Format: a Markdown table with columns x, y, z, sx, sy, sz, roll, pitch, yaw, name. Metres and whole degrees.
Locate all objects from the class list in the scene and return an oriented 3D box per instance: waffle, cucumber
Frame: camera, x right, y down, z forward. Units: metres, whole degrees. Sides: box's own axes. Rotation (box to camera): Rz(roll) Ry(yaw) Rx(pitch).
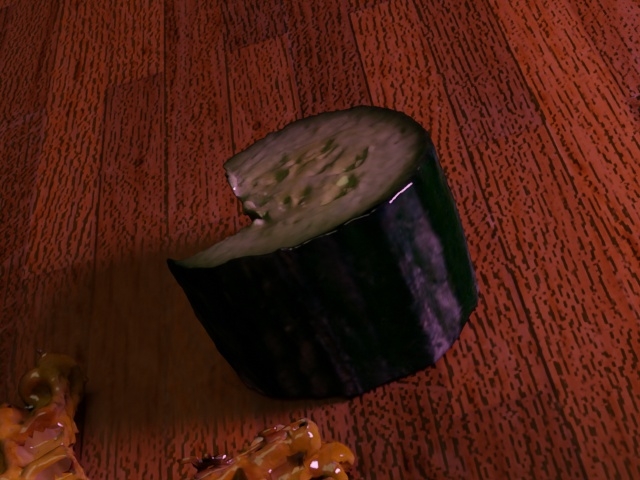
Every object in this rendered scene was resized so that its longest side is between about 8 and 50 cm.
| x | y | z | sx | sy | sz | roll | pitch | yaw | name |
| --- | --- | --- | --- | --- | --- | --- | --- | --- | --- |
| -0.139 | 0.182 | 0.622 | 0.292 | 0.069 | 0.260 | 5 | 46 | 29 | waffle |
| 0.010 | -0.004 | 0.718 | 0.191 | 0.130 | 0.191 | -12 | 37 | 10 | cucumber |
